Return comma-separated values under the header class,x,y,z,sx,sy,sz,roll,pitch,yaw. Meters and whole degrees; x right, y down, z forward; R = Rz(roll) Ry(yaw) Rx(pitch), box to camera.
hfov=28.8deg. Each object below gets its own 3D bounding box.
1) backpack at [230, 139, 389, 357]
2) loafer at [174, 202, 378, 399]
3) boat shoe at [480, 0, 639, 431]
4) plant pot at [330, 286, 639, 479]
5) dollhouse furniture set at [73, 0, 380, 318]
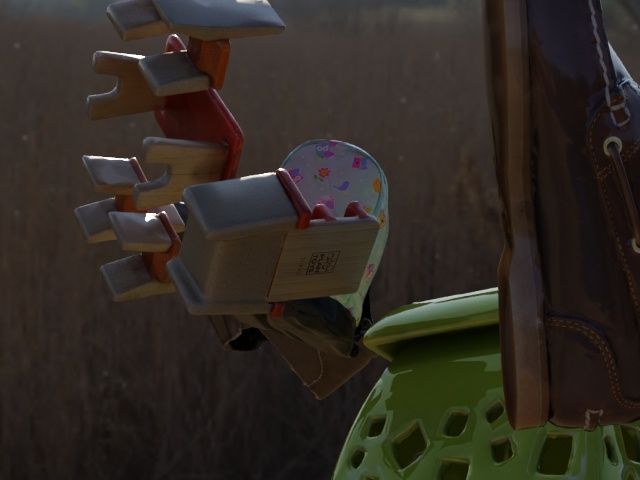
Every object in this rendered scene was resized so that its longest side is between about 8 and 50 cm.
class,x,y,z,sx,sy,sz,roll,pitch,yaw
backpack,0.000,0.000,1.162,0.152,0.182,0.115,22,-20,7
loafer,-0.098,0.069,1.530,0.366,0.130,0.134,32,-3,25
boat shoe,0.100,-0.029,0.477,0.073,0.207,0.073,-5,11,4
plant pot,0.156,0.154,0.893,0.227,0.207,0.228,-14,-33,38
dollhouse furniture set,-0.078,-0.059,0.959,0.135,0.262,0.259,-6,43,-28
